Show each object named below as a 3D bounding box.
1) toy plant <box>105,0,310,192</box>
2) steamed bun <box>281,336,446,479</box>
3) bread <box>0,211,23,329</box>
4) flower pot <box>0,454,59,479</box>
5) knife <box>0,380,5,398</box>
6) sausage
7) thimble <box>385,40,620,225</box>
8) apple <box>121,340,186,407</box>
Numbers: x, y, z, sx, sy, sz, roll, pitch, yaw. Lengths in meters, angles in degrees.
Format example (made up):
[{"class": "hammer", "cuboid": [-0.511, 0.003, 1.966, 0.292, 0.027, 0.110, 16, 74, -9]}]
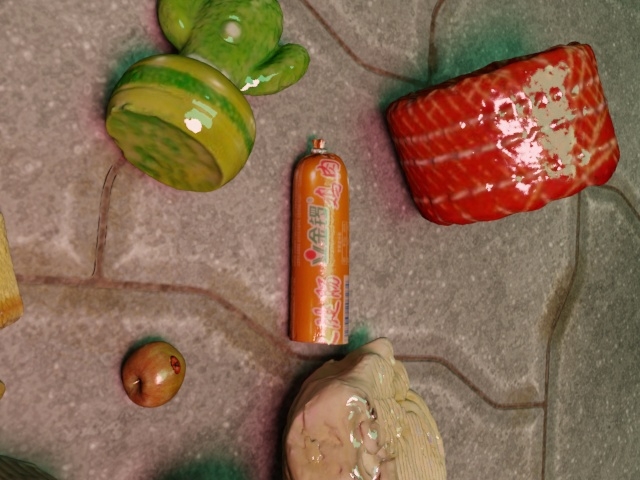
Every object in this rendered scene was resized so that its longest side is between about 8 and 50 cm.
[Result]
[{"class": "toy plant", "cuboid": [-0.137, -0.232, 0.966, 0.224, 0.184, 0.316, 26, 62, -12]}, {"class": "steamed bun", "cuboid": [0.046, 0.312, 1.075, 0.268, 0.207, 0.280, 65, 24, -7]}, {"class": "bread", "cuboid": [-0.408, 0.043, 0.808, 0.152, 0.127, 0.147, -13, 95, -71]}, {"class": "flower pot", "cuboid": [-0.359, 0.339, 0.754, 0.239, 0.189, 0.209, 35, 68, -32]}, {"class": "knife", "cuboid": [-0.483, 0.124, 0.773, 0.298, 0.017, 0.047, 32, 76, -33]}, {"class": "sausage", "cuboid": [0.000, 0.000, 1.106, 0.093, 0.093, 0.312, 3, 87, -38]}, {"class": "thimble", "cuboid": [0.297, -0.174, 1.194, 0.350, 0.350, 0.231, -27, 104, -35]}, {"class": "apple", "cuboid": [-0.214, 0.173, 0.941, 0.071, 0.084, 0.084, -12, 96, -54]}]
